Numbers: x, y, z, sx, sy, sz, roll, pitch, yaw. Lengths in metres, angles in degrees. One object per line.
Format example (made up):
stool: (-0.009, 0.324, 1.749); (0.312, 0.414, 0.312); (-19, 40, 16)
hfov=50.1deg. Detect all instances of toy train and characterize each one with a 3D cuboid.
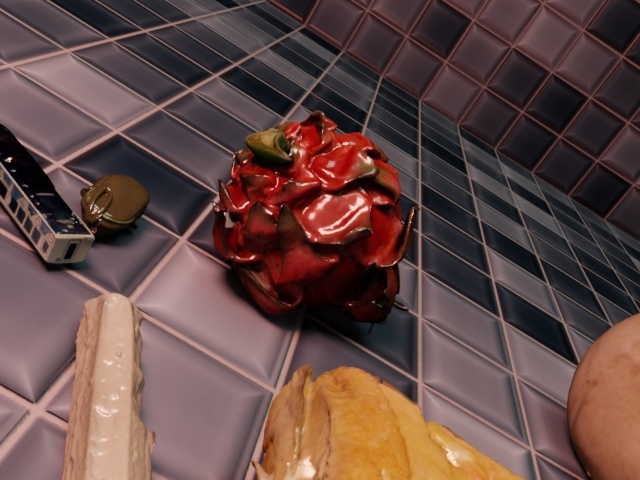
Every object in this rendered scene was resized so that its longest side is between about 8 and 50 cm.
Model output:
toy train: (-0.295, -0.056, 0.675); (0.207, 0.047, 0.043); (45, 24, 26)

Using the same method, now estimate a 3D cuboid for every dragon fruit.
dragon fruit: (0.000, 0.000, 0.792); (0.234, 0.233, 0.293); (-74, 143, -66)

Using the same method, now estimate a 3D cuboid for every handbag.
handbag: (-0.224, -0.036, 0.729); (0.072, 0.047, 0.111); (35, 22, -10)

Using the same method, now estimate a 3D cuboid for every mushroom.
mushroom: (0.481, 0.241, 0.868); (0.290, 0.292, 0.293); (40, 16, -33)

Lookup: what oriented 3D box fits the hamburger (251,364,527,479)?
hamburger: (0.060, 0.238, 0.419); (0.330, 0.162, 0.209); (40, 26, 10)

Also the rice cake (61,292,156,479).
rice cake: (-0.151, 0.131, 0.495); (0.057, 0.052, 0.256); (51, 11, -34)
